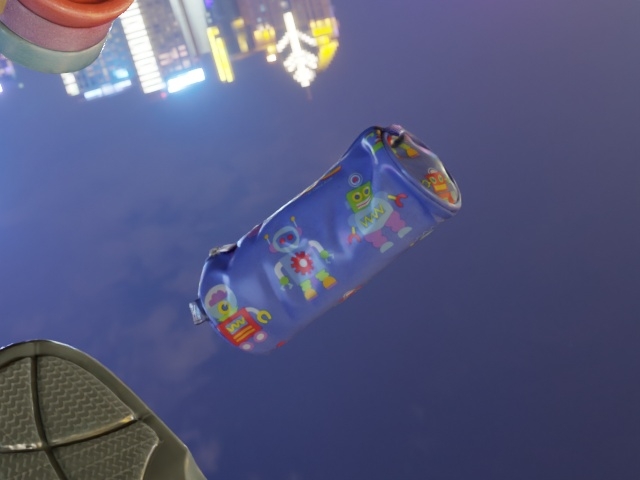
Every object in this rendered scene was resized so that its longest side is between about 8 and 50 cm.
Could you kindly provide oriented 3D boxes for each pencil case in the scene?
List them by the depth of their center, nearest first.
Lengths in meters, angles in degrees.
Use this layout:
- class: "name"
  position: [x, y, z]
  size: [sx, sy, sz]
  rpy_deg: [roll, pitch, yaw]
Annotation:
- class: "pencil case"
  position: [0.000, 0.000, 1.025]
  size: [0.306, 0.133, 0.119]
  rpy_deg: [-38, -177, 21]

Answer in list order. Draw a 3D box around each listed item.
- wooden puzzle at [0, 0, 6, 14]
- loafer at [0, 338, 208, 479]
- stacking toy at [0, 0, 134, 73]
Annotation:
- class: "wooden puzzle"
  position: [-0.230, -0.184, 0.651]
  size: [0.014, 0.116, 0.078]
  rpy_deg: [25, -168, 3]
- class: "loafer"
  position: [-0.052, 0.158, 0.384]
  size: [0.096, 0.267, 0.084]
  rpy_deg: [-33, 168, -37]
- class: "stacking toy"
  position: [-0.325, -0.286, 0.850]
  size: [0.309, 0.279, 0.130]
  rpy_deg: [10, 148, -32]
